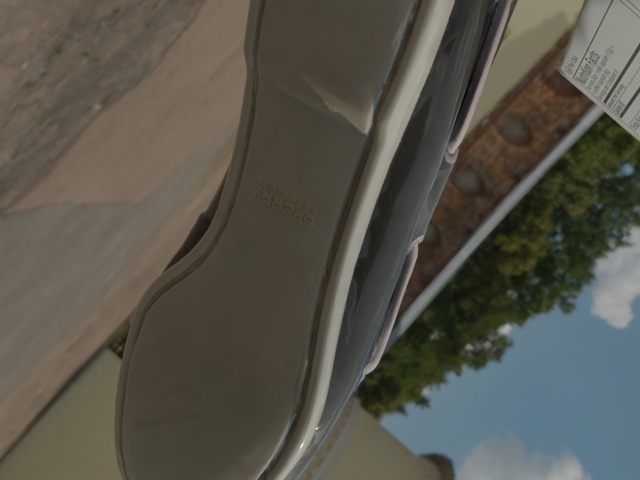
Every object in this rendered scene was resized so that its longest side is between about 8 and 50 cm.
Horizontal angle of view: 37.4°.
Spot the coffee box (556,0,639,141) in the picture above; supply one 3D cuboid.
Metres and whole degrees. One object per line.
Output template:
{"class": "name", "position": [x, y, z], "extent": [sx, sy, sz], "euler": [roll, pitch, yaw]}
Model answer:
{"class": "coffee box", "position": [0.397, -0.176, 0.558], "extent": [0.337, 0.334, 0.338], "euler": [-45, 168, -6]}

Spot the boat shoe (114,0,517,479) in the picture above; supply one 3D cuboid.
{"class": "boat shoe", "position": [0.000, 0.000, 0.412], "extent": [0.096, 0.112, 0.335], "euler": [-16, 136, -49]}
